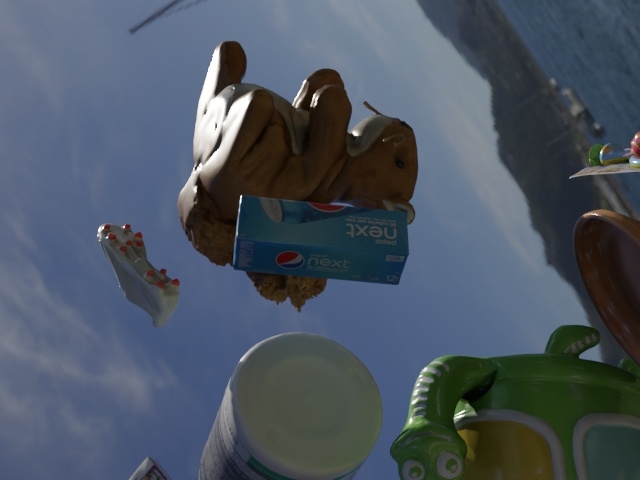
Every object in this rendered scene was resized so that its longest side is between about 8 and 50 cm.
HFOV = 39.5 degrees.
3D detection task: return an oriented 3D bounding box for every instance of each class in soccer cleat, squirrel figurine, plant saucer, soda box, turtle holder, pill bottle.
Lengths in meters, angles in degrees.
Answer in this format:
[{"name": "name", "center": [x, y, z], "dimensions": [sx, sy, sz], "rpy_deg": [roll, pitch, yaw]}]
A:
[{"name": "soccer cleat", "center": [-0.270, 0.045, 1.282], "dimensions": [0.068, 0.076, 0.196], "rpy_deg": [-4, -143, -44]}, {"name": "squirrel figurine", "center": [-0.029, -0.094, 1.519], "dimensions": [0.370, 0.397, 0.281], "rpy_deg": [14, -163, -25]}, {"name": "plant saucer", "center": [0.331, 0.054, 0.912], "dimensions": [0.200, 0.037, 0.200], "rpy_deg": [61, 173, 13]}, {"name": "soda box", "center": [0.000, 0.000, 1.106], "dimensions": [0.067, 0.210, 0.071], "rpy_deg": [103, 172, -51]}, {"name": "turtle holder", "center": [0.239, 0.227, 0.971], "dimensions": [0.320, 0.243, 0.227], "rpy_deg": [45, -137, -55]}, {"name": "pill bottle", "center": [-0.059, 0.302, 1.248], "dimensions": [0.204, 0.361, 0.204], "rpy_deg": [10, -129, -12]}]

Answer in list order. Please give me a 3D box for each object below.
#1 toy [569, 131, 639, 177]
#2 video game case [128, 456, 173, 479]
[{"name": "toy", "center": [0.489, -0.139, 1.302], "dimensions": [0.237, 0.137, 0.056], "rpy_deg": [-5, 107, 62]}, {"name": "video game case", "center": [-0.364, 0.599, 1.854], "dimensions": [0.232, 0.210, 0.042], "rpy_deg": [34, 173, 46]}]
